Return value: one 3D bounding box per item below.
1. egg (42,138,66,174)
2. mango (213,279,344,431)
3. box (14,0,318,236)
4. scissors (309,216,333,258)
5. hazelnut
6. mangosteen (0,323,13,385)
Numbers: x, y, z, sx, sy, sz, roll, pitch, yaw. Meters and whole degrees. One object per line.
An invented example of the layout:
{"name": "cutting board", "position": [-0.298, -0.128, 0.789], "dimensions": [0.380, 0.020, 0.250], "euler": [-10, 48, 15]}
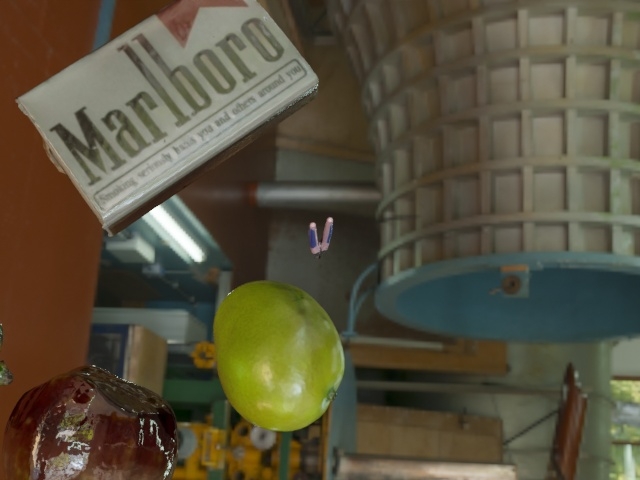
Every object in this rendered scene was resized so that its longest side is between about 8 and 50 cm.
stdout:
{"name": "egg", "position": [-0.550, -0.242, 2.033], "dimensions": [0.195, 0.195, 0.233], "euler": [78, -8, -52]}
{"name": "mango", "position": [-0.067, 0.156, 1.301], "dimensions": [0.149, 0.185, 0.273], "euler": [44, 17, -42]}
{"name": "box", "position": [-0.104, -0.098, 0.603], "dimensions": [0.115, 0.177, 0.036], "euler": [51, -11, 12]}
{"name": "scissors", "position": [0.000, 0.000, 1.378], "dimensions": [0.113, 0.039, 0.012], "euler": [92, -22, -59]}
{"name": "hazelnut", "position": [-0.298, 0.269, 1.105], "dimensions": [0.234, 0.218, 0.218], "euler": [27, 60, -50]}
{"name": "mangosteen", "position": [-0.728, 0.183, 1.592], "dimensions": [0.300, 0.300, 0.300], "euler": [0, 90, -81]}
